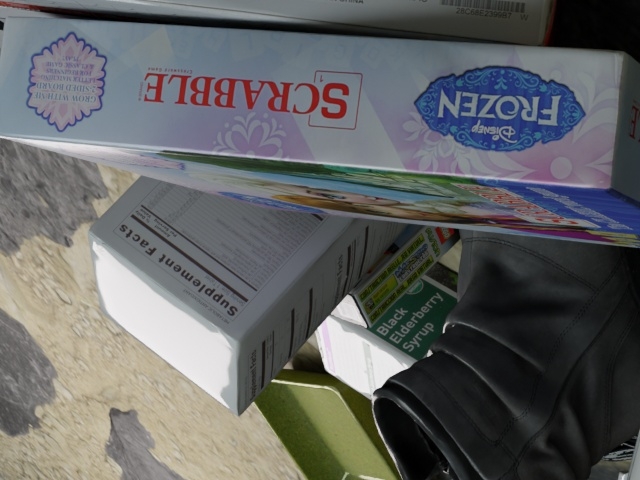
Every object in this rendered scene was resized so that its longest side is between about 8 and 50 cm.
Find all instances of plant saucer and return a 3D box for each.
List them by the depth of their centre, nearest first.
[{"bbox_3d":[0.024,0.195,1.693,0.188,0.045,0.188,1,129,57],"label":"plant saucer"}]

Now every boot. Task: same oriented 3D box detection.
[{"bbox_3d":[0.110,0.036,1.130,0.338,0.223,0.118,54,154,-15],"label":"boot"}]

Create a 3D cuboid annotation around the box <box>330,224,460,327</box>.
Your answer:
[{"bbox_3d":[0.000,0.000,1.374,0.207,0.114,0.036,15,140,47],"label":"box"}]

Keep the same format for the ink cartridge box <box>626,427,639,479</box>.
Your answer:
[{"bbox_3d":[0.340,0.101,0.937,0.285,0.166,0.395,36,151,24],"label":"ink cartridge box"}]

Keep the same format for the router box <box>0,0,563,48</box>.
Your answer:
[{"bbox_3d":[-0.037,-0.137,0.945,0.335,0.082,0.301,8,177,7],"label":"router box"}]

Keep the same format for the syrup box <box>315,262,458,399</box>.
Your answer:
[{"bbox_3d":[0.111,0.101,1.370,0.237,0.093,0.096,32,151,29],"label":"syrup box"}]

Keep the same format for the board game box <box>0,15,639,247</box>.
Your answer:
[{"bbox_3d":[0.045,-0.050,0.926,0.318,0.066,0.318,7,177,25],"label":"board game box"}]

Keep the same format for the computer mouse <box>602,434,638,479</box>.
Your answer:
[{"bbox_3d":[0.263,0.208,1.329,0.106,0.042,0.193,8,141,24],"label":"computer mouse"}]

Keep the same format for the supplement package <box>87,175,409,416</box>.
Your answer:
[{"bbox_3d":[-0.033,-0.022,1.223,0.139,0.244,0.134,36,157,15],"label":"supplement package"}]
